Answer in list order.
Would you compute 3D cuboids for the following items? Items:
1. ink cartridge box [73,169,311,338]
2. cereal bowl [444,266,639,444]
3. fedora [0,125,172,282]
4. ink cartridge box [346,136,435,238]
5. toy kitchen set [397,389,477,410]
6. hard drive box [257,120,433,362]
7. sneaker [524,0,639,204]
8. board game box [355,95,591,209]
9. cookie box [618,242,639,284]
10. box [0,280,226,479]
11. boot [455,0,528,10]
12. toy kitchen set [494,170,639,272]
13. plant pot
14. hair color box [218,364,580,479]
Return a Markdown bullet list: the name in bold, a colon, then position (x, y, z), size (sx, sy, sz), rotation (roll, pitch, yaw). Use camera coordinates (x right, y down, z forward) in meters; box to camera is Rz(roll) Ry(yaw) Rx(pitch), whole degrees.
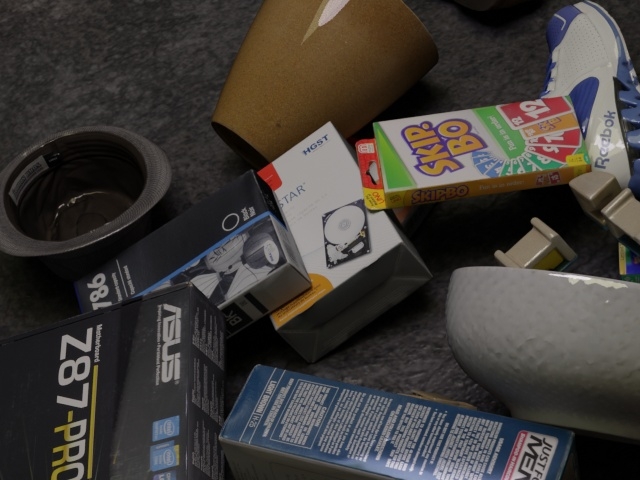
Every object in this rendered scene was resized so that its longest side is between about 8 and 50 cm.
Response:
- **ink cartridge box**: position (-0.180, 0.069, 1.832), size (0.333, 0.065, 0.165), rotation (-34, 48, 11)
- **cereal bowl**: position (0.285, 0.127, 1.575), size (0.339, 0.339, 0.141), rotation (7, 82, 21)
- **fedora**: position (-0.293, -0.027, 1.975), size (0.244, 0.124, 0.275), rotation (-30, 40, -15)
- **ink cartridge box**: position (0.065, -0.079, 1.982), size (0.179, 0.045, 0.145), rotation (21, 57, 27)
- **toy kitchen set**: position (0.116, 0.207, 1.726), size (0.083, 0.075, 0.068), rotation (9, 1, -19)
- **hard drive box**: position (0.000, 0.000, 1.865), size (0.181, 0.089, 0.232), rotation (-36, 46, 7)
- **sneaker**: position (0.302, -0.159, 1.931), size (0.182, 0.127, 0.315), rotation (-15, 48, -1)
- **board game box**: position (0.173, -0.102, 1.814), size (0.259, 0.039, 0.124), rotation (-10, 45, 2)
- **cookie box**: position (0.399, 0.013, 1.809), size (0.107, 0.040, 0.091), rotation (-4, 50, 13)
- **box**: position (-0.253, 0.265, 1.646), size (0.318, 0.097, 0.394), rotation (-16, 53, 20)
- **boot**: position (0.198, -0.403, 2.221), size (0.115, 0.112, 0.305), rotation (-8, 34, -34)
- **toy kitchen set**: position (0.326, 0.048, 1.735), size (0.166, 0.122, 0.207), rotation (-42, 46, -4)
- **plant pot**: position (-0.019, -0.212, 2.022), size (0.237, 0.237, 0.254), rotation (34, 79, 36)
- **hair color box**: position (0.086, 0.246, 1.595), size (0.347, 0.174, 0.105), rotation (11, 52, 23)
